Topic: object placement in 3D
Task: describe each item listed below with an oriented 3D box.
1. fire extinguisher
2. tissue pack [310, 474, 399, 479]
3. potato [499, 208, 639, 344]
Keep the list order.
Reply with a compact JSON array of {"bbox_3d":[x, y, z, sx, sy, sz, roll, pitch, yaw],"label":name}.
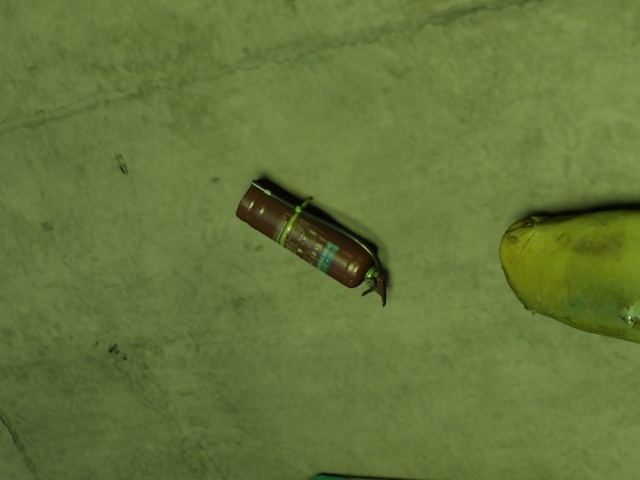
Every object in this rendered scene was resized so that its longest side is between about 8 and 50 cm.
[{"bbox_3d":[0.000,0.000,1.383,0.132,0.039,0.056,32,142,11],"label":"fire extinguisher"},{"bbox_3d":[0.069,0.285,1.425,0.271,0.201,0.124,-2,122,36],"label":"tissue pack"},{"bbox_3d":[0.206,0.024,1.231,0.188,0.085,0.105,9,123,34],"label":"potato"}]
